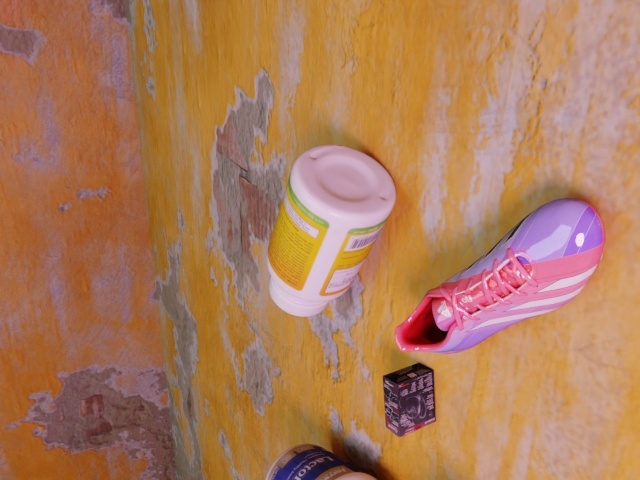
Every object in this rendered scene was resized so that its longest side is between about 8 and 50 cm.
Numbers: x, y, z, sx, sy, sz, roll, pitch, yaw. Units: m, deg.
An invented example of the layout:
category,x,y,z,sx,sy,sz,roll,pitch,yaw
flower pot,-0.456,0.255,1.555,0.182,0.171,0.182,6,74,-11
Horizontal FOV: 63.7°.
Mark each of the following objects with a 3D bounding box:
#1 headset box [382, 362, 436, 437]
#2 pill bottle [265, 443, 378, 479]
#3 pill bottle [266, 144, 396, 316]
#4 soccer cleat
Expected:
category,x,y,z,sx,sy,sz,roll,pitch,yaw
headset box,0.116,0.210,0.670,0.032,0.062,0.083,18,116,59
pill bottle,0.024,0.436,0.828,0.265,0.153,0.153,-10,92,61
pill bottle,0.000,0.000,0.723,0.136,0.137,0.245,60,147,30
soccer cleat,0.161,0.050,0.494,0.083,0.095,0.248,66,150,22
